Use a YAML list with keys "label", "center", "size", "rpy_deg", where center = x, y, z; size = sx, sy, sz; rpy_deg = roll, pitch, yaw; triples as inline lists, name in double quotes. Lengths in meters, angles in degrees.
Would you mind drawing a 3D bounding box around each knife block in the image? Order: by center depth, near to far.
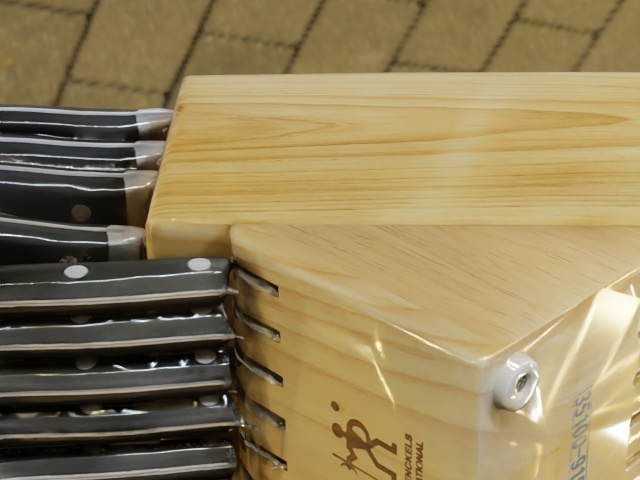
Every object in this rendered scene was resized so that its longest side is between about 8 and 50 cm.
- label: "knife block"
  center: [0.000, 0.000, 0.495]
  size: [0.275, 0.242, 0.088]
  rpy_deg: [-27, 129, -37]
